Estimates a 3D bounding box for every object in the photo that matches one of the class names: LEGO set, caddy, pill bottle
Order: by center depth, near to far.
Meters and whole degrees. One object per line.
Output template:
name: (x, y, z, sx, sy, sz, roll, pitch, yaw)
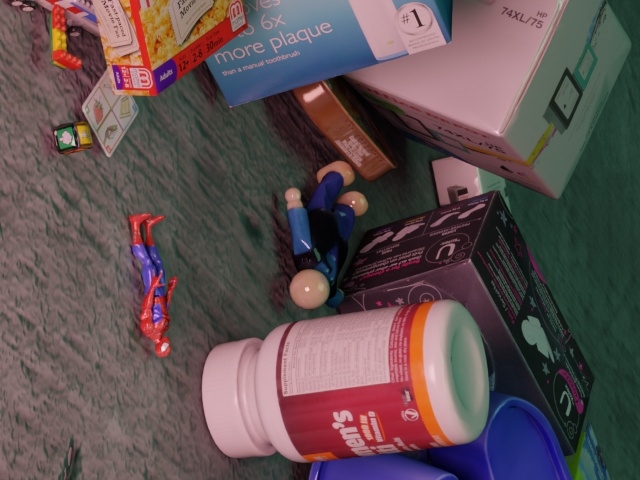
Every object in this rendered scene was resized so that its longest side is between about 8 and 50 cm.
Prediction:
LEGO set: (-0.168, -0.174, 1.553, 0.182, 0.060, 0.244, 64, 28, -26)
pill bottle: (0.021, 0.122, 1.657, 0.121, 0.221, 0.121, -10, 90, -67)
caddy: (0.113, 0.281, 1.873, 0.241, 0.179, 0.341, -45, 125, -36)

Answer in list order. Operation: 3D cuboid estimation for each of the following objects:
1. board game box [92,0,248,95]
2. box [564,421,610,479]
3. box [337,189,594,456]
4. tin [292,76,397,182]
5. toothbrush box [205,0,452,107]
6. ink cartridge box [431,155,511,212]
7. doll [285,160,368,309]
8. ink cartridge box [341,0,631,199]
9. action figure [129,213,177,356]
board game box: (-0.127, -0.229, 1.534, 0.147, 0.045, 0.193, -45, 131, -50)
box: (0.324, 0.326, 2.495, 0.178, 0.042, 0.109, -66, 141, -52)
box: (0.148, 0.103, 2.002, 0.247, 0.163, 0.142, 61, 28, -21)
tin: (0.017, -0.124, 1.926, 0.106, 0.040, 0.190, 57, 7, 37)
toothbrush box: (-0.034, -0.286, 1.683, 0.126, 0.216, 0.295, -84, 154, -50)
ink cartridge box: (0.180, -0.038, 2.289, 0.099, 0.056, 0.135, -22, 102, -66)
doll: (0.000, 0.000, 1.876, 0.189, 0.046, 0.129, -72, 144, -52)
ink cartridge box: (0.174, -0.193, 2.046, 0.197, 0.198, 0.270, -65, 157, -3)
action figure: (-0.132, 0.036, 1.588, 0.038, 0.030, 0.115, 13, 71, -70)
